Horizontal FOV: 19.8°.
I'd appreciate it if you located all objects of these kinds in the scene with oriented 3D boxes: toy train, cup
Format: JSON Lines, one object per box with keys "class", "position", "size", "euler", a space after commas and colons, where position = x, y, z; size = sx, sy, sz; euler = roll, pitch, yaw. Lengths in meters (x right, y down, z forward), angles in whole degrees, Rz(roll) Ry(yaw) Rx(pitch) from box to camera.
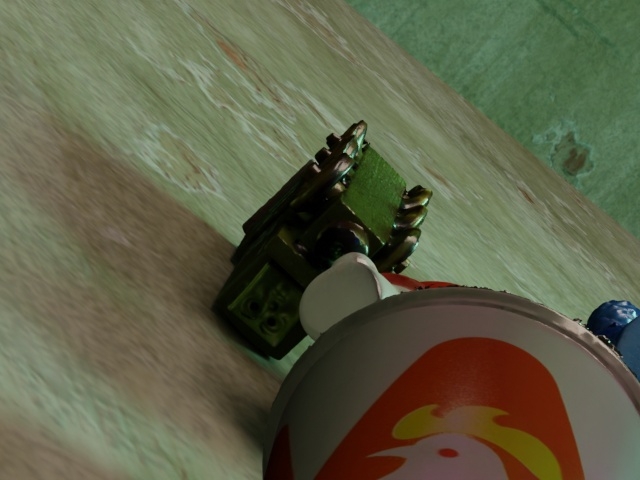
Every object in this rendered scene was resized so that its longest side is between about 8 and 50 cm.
{"class": "toy train", "position": [0.000, 0.000, 1.228], "size": [0.090, 0.137, 0.225], "euler": [46, 15, -5]}
{"class": "cup", "position": [0.046, 0.150, 0.735], "size": [0.203, 0.203, 0.288], "euler": [42, 19, -3]}

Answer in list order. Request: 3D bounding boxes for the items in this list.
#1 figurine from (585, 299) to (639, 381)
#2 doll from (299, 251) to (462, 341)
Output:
{"class": "figurine", "position": [0.276, 0.141, 1.705], "size": [0.262, 0.121, 0.164], "euler": [82, -9, -73]}
{"class": "doll", "position": [0.076, 0.101, 1.117], "size": [0.290, 0.130, 0.161], "euler": [43, 18, -57]}
